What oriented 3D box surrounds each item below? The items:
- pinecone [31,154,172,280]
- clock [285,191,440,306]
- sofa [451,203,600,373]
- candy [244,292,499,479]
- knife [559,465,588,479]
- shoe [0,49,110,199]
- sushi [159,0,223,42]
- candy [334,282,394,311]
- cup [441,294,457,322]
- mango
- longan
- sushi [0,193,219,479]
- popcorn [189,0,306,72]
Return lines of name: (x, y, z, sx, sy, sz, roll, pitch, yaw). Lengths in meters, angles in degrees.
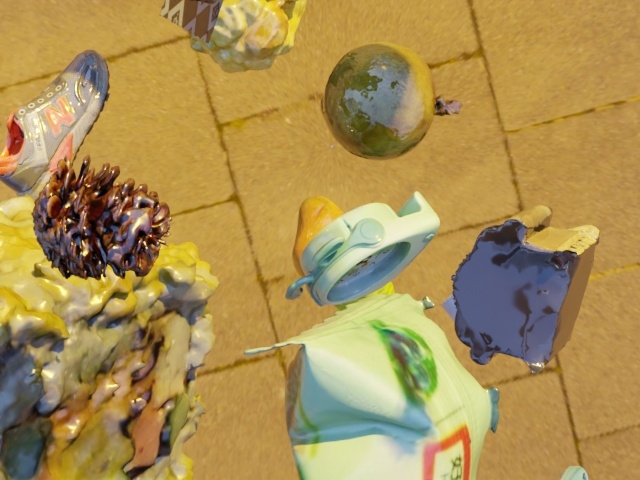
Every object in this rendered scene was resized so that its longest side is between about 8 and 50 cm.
pinecone: (-0.132, -0.011, 0.547, 0.083, 0.077, 0.077, 10, 96, -11)
clock: (0.043, 0.014, 1.056, 0.060, 0.188, 0.148, 57, 131, 19)
sofa: (0.341, 0.072, 1.536, 0.182, 0.200, 0.258, 20, 111, 26)
candy: (0.068, 0.261, 0.919, 0.172, 0.263, 0.398, -8, 89, 36)
knife: (0.392, 0.454, 1.514, 0.032, 0.244, 0.058, -8, 104, 39)
shoe: (-0.301, -0.136, 1.008, 0.077, 0.074, 0.194, 33, 72, -41)
sushi: (-0.123, -0.385, 1.224, 0.047, 0.219, 0.231, 21, 96, 8)
candy: (0.059, 0.071, 1.270, 0.096, 0.097, 0.209, -32, 136, 4)
cup: (0.287, 0.141, 1.685, 0.074, 0.104, 0.116, -40, 83, -7)
mango: (0.006, 0.001, 1.586, 0.115, 0.089, 0.165, -3, 68, 31)
longan: (0.087, -0.170, 1.117, 0.176, 0.145, 0.155, 5, 64, 7)
sushi: (-0.274, 0.142, 0.814, 0.240, 0.396, 0.351, 11, 106, 26)
popcorn: (-0.129, -0.417, 1.581, 0.252, 0.286, 0.215, -18, 121, 26)
